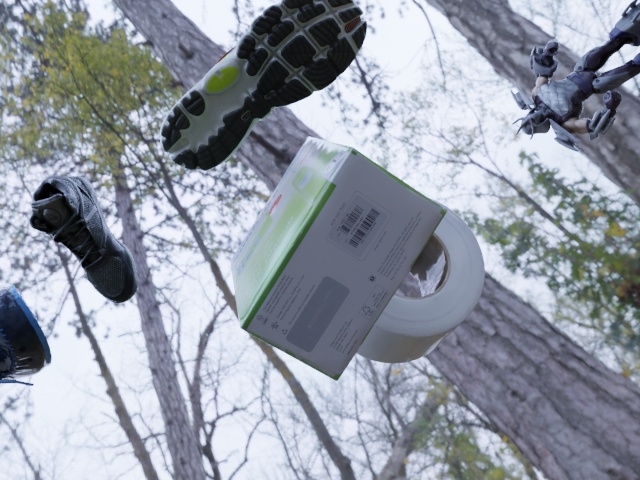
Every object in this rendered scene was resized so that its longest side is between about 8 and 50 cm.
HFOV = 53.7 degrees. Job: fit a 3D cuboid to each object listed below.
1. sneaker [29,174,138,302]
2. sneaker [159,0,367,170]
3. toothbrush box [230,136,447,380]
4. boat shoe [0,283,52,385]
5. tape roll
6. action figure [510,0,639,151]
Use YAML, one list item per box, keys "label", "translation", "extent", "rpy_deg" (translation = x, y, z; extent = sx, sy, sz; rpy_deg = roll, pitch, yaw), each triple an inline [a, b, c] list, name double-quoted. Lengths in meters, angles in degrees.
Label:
- label: "sneaker"
  translation: [-0.371, -0.001, 0.975]
  extent: [0.087, 0.228, 0.130]
  rpy_deg: [-28, -5, 11]
- label: "sneaker"
  translation: [-0.076, -0.196, 0.741]
  extent: [0.279, 0.118, 0.107]
  rpy_deg: [-35, -68, 4]
- label: "toothbrush box"
  translation: [0.000, 0.000, 0.738]
  extent: [0.122, 0.283, 0.206]
  rpy_deg: [31, -85, -13]
- label: "boat shoe"
  translation: [-0.349, 0.125, 0.670]
  extent: [0.089, 0.109, 0.258]
  rpy_deg: [-27, -10, -36]
- label: "tape roll"
  translation: [0.129, 0.065, 1.049]
  extent: [0.246, 0.246, 0.169]
  rpy_deg: [-20, -21, -16]
- label: "action figure"
  translation: [0.416, -0.254, 0.972]
  extent: [0.285, 0.185, 0.099]
  rpy_deg: [-37, -24, 7]
